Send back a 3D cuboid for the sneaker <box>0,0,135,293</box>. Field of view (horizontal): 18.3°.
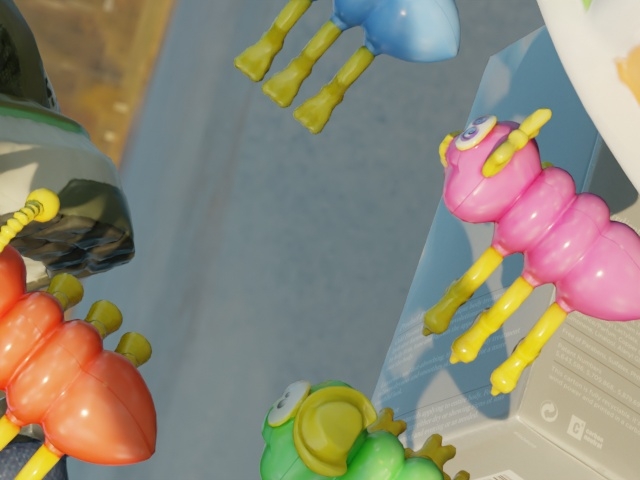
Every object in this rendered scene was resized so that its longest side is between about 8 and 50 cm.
[{"bbox_3d":[-0.193,-0.087,0.701,0.410,0.158,0.182,60,-169,-74],"label":"sneaker"}]

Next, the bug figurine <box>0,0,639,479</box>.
[{"bbox_3d":[0.000,0.000,0.653,0.279,0.216,0.072,-54,4,-30],"label":"bug figurine"}]

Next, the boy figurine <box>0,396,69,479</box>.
[{"bbox_3d":[-0.124,0.181,0.734,0.092,0.177,0.285,-31,49,28],"label":"boy figurine"}]

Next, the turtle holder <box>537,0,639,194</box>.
[{"bbox_3d":[0.154,-0.126,0.431,0.243,0.227,0.320,27,-136,-57],"label":"turtle holder"}]

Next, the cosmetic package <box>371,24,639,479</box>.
[{"bbox_3d":[0.113,0.011,0.868,0.127,0.107,0.238,-26,34,55],"label":"cosmetic package"}]
